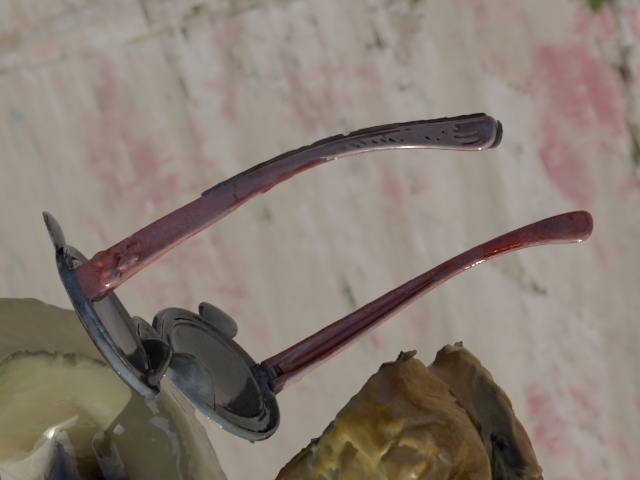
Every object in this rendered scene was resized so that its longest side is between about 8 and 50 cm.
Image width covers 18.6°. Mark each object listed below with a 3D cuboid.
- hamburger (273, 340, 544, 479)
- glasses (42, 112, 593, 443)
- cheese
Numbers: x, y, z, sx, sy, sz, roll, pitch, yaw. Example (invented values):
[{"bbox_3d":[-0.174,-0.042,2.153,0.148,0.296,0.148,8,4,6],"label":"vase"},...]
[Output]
[{"bbox_3d":[0.061,0.254,1.448,0.330,0.162,0.209,-54,57,29],"label":"hamburger"},{"bbox_3d":[0.000,0.000,1.115,0.234,0.268,0.118,37,-156,-58],"label":"glasses"},{"bbox_3d":[-0.189,0.213,1.323,0.153,0.292,0.332,-34,58,28],"label":"cheese"}]
